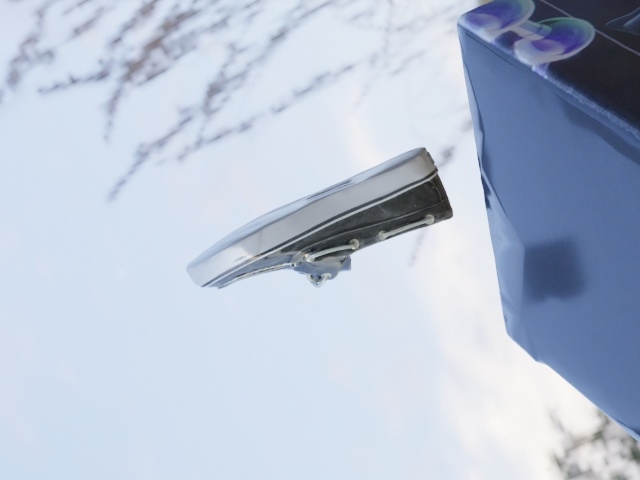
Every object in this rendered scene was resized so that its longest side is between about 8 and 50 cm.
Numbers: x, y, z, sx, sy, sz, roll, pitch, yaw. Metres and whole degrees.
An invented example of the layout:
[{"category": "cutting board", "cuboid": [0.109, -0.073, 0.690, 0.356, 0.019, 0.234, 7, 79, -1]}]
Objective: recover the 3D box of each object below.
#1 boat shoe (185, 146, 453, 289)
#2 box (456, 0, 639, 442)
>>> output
[{"category": "boat shoe", "cuboid": [0.000, 0.000, 1.441, 0.078, 0.219, 0.070, -87, -27, -80]}, {"category": "box", "cuboid": [0.316, -0.046, 0.874, 0.293, 0.395, 0.212, 42, 152, 50]}]
